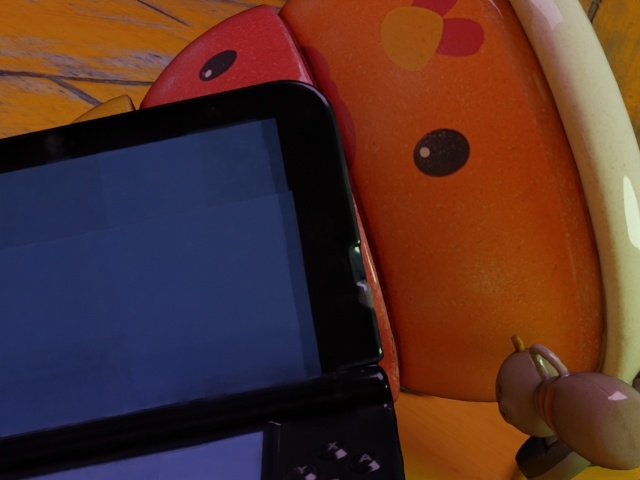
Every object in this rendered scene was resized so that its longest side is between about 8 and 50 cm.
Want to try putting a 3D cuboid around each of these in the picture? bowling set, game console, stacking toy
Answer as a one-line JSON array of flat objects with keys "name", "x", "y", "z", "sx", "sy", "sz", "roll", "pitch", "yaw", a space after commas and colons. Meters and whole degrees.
[{"name": "bowling set", "x": 0.116, "y": 0.208, "z": 0.581, "sx": 0.287, "sy": 0.199, "sz": 0.154, "roll": 61, "pitch": -9, "yaw": -8}, {"name": "game console", "x": -0.119, "y": 0.065, "z": 0.511, "sx": 0.293, "sy": 0.173, "sz": 0.250, "roll": -12, "pitch": 22, "yaw": 4}, {"name": "stacking toy", "x": -0.068, "y": 0.008, "z": 0.712, "sx": 0.479, "sy": 0.351, "sz": 0.350, "roll": -21, "pitch": 27, "yaw": -6}]

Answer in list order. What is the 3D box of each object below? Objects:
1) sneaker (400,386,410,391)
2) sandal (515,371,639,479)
[{"name": "sneaker", "x": 0.060, "y": 0.101, "z": 1.020, "sx": 0.098, "sy": 0.038, "sz": 0.069, "roll": 16, "pitch": 19, "yaw": -16}, {"name": "sandal", "x": 0.252, "y": 0.156, "z": 0.984, "sx": 0.086, "sy": 0.120, "sz": 0.302, "roll": 44, "pitch": 29, "yaw": 10}]
